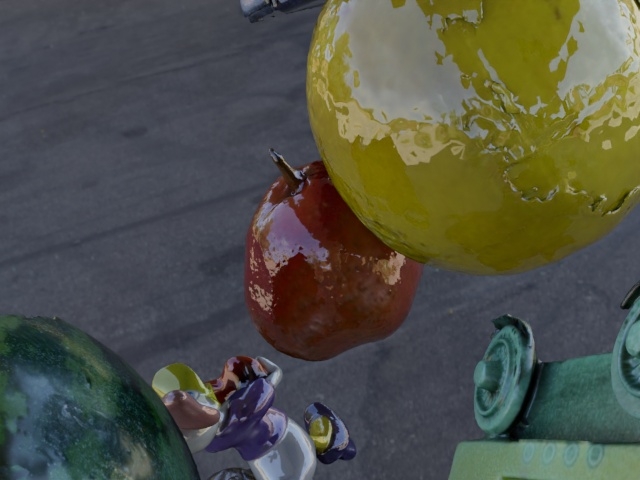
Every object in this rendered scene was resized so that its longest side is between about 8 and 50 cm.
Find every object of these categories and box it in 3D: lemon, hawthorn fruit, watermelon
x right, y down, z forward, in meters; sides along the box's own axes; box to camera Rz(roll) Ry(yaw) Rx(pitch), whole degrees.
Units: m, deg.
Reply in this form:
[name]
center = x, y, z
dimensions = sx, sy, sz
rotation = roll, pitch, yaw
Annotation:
[lemon]
center = 0.129, -0.116, 0.655
dimensions = 0.297, 0.297, 0.297
rotation = -7, 31, 4
[hawthorn fruit]
center = 0.000, 0.000, 0.803
dimensions = 0.196, 0.226, 0.197
rotation = -17, 34, 12
[watermelon]
center = -0.205, 0.162, 0.631
dimensions = 0.319, 0.292, 0.222
rotation = 16, 43, -18

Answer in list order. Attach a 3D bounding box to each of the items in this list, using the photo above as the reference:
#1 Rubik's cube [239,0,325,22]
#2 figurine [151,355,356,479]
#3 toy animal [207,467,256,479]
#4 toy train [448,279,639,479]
[Rubik's cube]
center = 0.062, -0.542, 1.158
dimensions = 0.362, 0.363, 0.358
rotation = -19, 14, -22
[figurine]
center = -0.108, 0.263, 1.088
dimensions = 0.154, 0.421, 0.193
rotation = -36, 46, 17
[toy animal]
center = -0.080, 0.457, 1.283
dimensions = 0.194, 0.344, 0.303
rotation = -41, 36, 12
[toy train]
center = 0.206, 0.174, 0.549
dimensions = 0.160, 0.397, 0.253
rotation = 21, 72, -9
